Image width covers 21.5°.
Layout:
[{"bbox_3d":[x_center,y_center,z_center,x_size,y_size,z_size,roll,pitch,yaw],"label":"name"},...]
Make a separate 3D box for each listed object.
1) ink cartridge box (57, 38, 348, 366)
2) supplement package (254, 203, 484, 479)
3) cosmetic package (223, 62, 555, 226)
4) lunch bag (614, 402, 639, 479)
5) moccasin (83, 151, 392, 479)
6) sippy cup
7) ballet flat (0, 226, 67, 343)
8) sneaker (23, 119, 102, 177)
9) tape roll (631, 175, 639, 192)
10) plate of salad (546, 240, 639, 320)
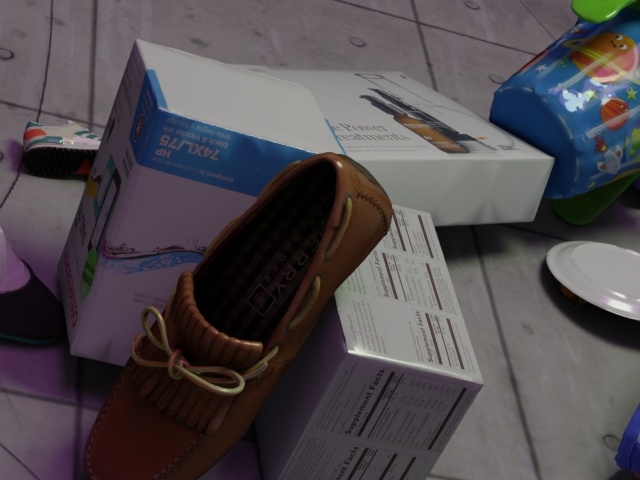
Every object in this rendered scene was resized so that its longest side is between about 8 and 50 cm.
[{"bbox_3d":[-0.124,-0.022,1.671,0.197,0.270,0.198,14,21,-20],"label":"ink cartridge box"},{"bbox_3d":[0.031,0.111,1.672,0.145,0.204,0.262,14,34,-19],"label":"supplement package"},{"bbox_3d":[0.055,-0.117,2.028,0.377,0.097,0.284,-3,27,-45],"label":"cosmetic package"},{"bbox_3d":[0.541,0.170,1.821,0.328,0.239,0.385,23,53,24],"label":"lunch bag"},{"bbox_3d":[-0.084,0.081,1.510,0.139,0.380,0.147,47,9,22],"label":"moccasin"},{"bbox_3d":[0.344,-0.167,2.143,0.224,0.305,0.240,-30,14,-28],"label":"sippy cup"},{"bbox_3d":[-0.374,0.016,1.657,0.280,0.096,0.095,20,32,-6],"label":"ballet flat"},{"bbox_3d":[-0.265,-0.109,1.935,0.161,0.057,0.075,4,43,-23],"label":"sneaker"},{"bbox_3d":[0.500,-0.142,2.335,0.189,0.189,0.080,-8,45,-39],"label":"tape roll"},{"bbox_3d":[0.375,0.058,2.106,0.199,0.048,0.200,13,25,-6],"label":"plate of salad"}]
